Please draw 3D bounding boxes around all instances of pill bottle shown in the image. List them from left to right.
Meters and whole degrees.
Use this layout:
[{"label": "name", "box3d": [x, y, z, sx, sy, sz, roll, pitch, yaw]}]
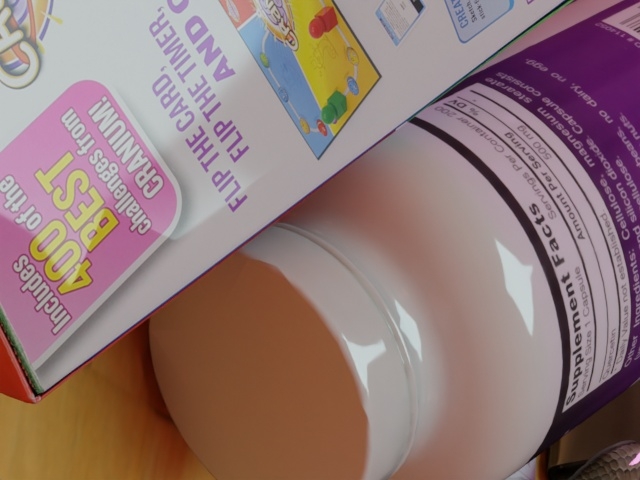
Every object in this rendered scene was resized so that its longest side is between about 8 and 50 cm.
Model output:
[{"label": "pill bottle", "box3d": [0.078, 0.003, 0.894, 0.323, 0.181, 0.182, -29, 109, -41]}]

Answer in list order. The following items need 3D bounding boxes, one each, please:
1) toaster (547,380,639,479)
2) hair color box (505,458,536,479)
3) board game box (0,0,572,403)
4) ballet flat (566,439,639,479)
[{"label": "toaster", "box3d": [0.242, 0.126, 1.213, 0.168, 0.185, 0.110, 34, 52, -43]}, {"label": "hair color box", "box3d": [0.079, 0.073, 1.049, 0.093, 0.053, 0.167, 40, 48, -52]}, {"label": "board game box", "box3d": [-0.052, -0.129, 0.728, 0.316, 0.064, 0.242, -37, 118, -29]}, {"label": "ballet flat", "box3d": [0.115, 0.196, 1.005, 0.250, 0.058, 0.084, -41, 143, -37]}]
